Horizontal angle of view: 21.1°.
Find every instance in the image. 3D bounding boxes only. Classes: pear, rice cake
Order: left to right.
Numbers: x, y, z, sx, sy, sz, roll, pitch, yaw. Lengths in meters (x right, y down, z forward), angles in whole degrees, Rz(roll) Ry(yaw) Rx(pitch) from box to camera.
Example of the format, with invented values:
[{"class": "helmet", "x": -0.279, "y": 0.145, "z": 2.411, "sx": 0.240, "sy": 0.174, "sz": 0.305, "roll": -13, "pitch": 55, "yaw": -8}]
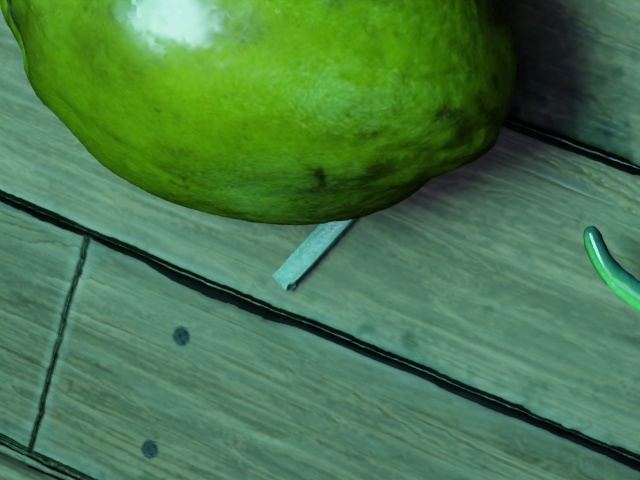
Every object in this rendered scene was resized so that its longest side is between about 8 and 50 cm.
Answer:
[{"class": "pear", "x": -0.049, "y": -0.180, "z": 1.379, "sx": 0.413, "sy": 0.352, "sz": 0.352, "roll": 17, "pitch": 109, "yaw": -7}, {"class": "rice cake", "x": 0.000, "y": 0.000, "z": 1.570, "sx": 0.022, "sy": 0.021, "sz": 0.121, "roll": 47, "pitch": 112, "yaw": 12}]

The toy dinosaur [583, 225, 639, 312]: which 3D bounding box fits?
[{"class": "toy dinosaur", "x": 0.497, "y": 0.016, "z": 1.315, "sx": 0.500, "sy": 0.144, "sz": 0.374, "roll": 36, "pitch": 107, "yaw": 6}]
